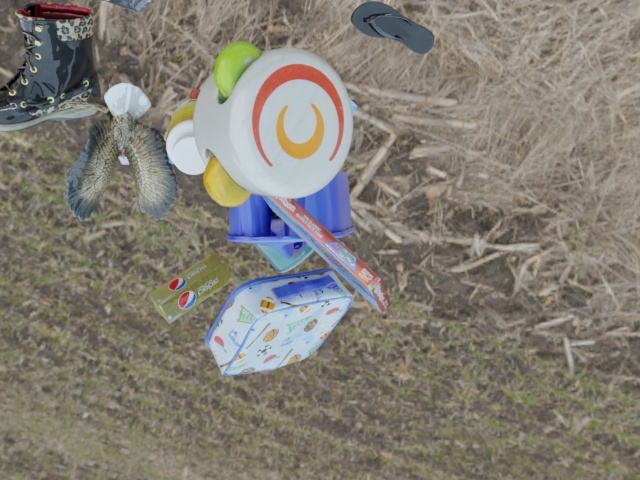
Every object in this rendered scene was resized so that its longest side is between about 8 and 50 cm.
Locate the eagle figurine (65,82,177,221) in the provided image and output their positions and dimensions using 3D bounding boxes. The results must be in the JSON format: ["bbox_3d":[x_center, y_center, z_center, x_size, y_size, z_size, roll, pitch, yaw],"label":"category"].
[{"bbox_3d":[-0.476,-0.206,1.537,0.226,0.299,0.225,-14,159,20],"label":"eagle figurine"}]

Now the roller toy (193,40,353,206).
[{"bbox_3d":[-0.066,-0.153,0.863,0.191,0.210,0.146,-9,-167,-36],"label":"roller toy"}]

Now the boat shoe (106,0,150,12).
[{"bbox_3d":[-0.318,-0.393,1.008,0.083,0.065,0.183,40,166,-30],"label":"boat shoe"}]

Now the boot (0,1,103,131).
[{"bbox_3d":[-0.727,-0.432,1.593,0.377,0.138,0.284,-16,137,-34],"label":"boot"}]

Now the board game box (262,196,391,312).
[{"bbox_3d":[0.000,0.000,1.041,0.027,0.281,0.145,-45,158,-5],"label":"board game box"}]

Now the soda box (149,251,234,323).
[{"bbox_3d":[-0.291,0.105,1.451,0.058,0.181,0.061,30,147,43],"label":"soda box"}]

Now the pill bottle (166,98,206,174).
[{"bbox_3d":[-0.273,-0.224,1.397,0.117,0.215,0.117,-3,119,-6],"label":"pill bottle"}]

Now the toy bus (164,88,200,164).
[{"bbox_3d":[-0.337,-0.300,1.773,0.104,0.202,0.191,33,156,15],"label":"toy bus"}]

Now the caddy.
[{"bbox_3d":[-0.057,-0.051,1.324,0.241,0.341,0.179,0,95,12],"label":"caddy"}]

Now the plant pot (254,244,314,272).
[{"bbox_3d":[-0.132,-0.083,1.991,0.255,0.272,0.271,44,129,-17],"label":"plant pot"}]

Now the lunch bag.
[{"bbox_3d":[-0.079,0.164,1.358,0.303,0.115,0.243,-9,140,-43],"label":"lunch bag"}]

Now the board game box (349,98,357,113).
[{"bbox_3d":[-0.018,-0.424,1.852,0.160,0.039,0.211,36,167,-39],"label":"board game box"}]

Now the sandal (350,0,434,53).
[{"bbox_3d":[0.212,-0.612,1.826,0.254,0.054,0.097,16,109,-11],"label":"sandal"}]
